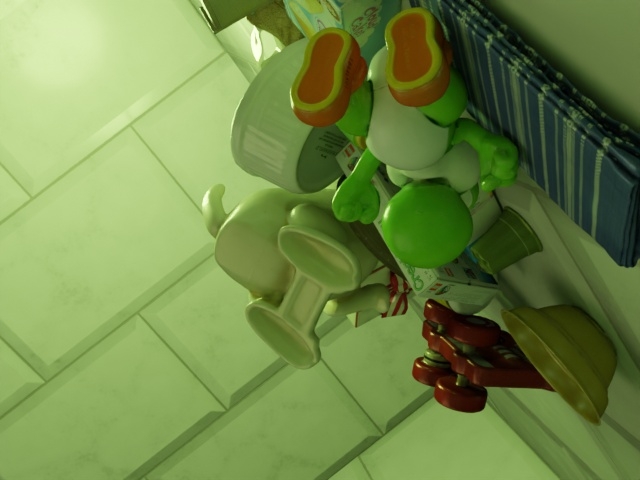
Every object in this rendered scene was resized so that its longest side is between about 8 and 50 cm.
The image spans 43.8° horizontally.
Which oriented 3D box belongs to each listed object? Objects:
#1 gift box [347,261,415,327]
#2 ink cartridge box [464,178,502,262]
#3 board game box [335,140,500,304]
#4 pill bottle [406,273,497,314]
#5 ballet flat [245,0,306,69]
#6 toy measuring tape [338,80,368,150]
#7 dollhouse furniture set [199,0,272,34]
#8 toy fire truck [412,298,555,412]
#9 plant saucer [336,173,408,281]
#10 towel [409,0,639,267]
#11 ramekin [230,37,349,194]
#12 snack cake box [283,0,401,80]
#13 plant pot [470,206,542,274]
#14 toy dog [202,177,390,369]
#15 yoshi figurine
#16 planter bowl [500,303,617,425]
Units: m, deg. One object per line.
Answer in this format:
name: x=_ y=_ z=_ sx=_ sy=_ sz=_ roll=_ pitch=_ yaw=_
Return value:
gift box: x=0.145 y=0.020 z=1.853 sx=0.258 sy=0.276 sz=0.255 roll=55 pitch=167 yaw=28
ink cartridge box: x=0.188 y=-0.088 z=1.188 sx=0.134 sy=0.078 sz=0.231 roll=51 pitch=178 yaw=46
board game box: x=0.163 y=-0.031 z=1.343 sx=0.193 sy=0.053 sz=0.305 roll=12 pitch=-139 yaw=-47
pill bottle: x=0.242 y=0.061 z=1.581 sx=0.117 sy=0.117 sz=0.215 roll=53 pitch=168 yaw=-32
ballet flat: x=-0.064 y=-0.358 z=1.523 sx=0.116 sy=0.124 sz=0.342 roll=52 pitch=178 yaw=23
toy measuring tape: x=0.094 y=-0.177 z=1.277 sx=0.121 sy=0.121 sz=0.330 roll=51 pitch=178 yaw=22
dollhouse furniture set: x=-0.163 y=-0.419 z=1.023 sx=0.242 sy=0.212 sz=0.161 roll=60 pitch=180 yaw=9
toy fire truck: x=0.337 y=0.228 z=1.593 sx=0.254 sy=0.169 sz=0.302 roll=7 pitch=-171 yaw=-14
plant saucer: x=0.146 y=-0.029 z=1.421 sx=0.278 sy=0.041 sz=0.278 roll=32 pitch=-149 yaw=-22
towel: x=0.206 y=-0.130 z=0.793 sx=0.336 sy=0.040 sz=0.243 roll=53 pitch=-179 yaw=26
ramekin: x=-0.016 y=-0.203 z=1.378 sx=0.127 sy=0.273 sz=0.273 roll=37 pitch=172 yaw=23
snack cake box: x=0.020 y=-0.307 z=0.988 sx=0.152 sy=0.089 sz=0.264 roll=53 pitch=179 yaw=10
plant pot: x=0.263 y=0.008 z=1.153 sx=0.083 sy=0.079 sz=0.083 roll=52 pitch=177 yaw=3
toy dog: x=0.000 y=0.000 z=1.556 sx=0.395 sy=0.284 sz=0.408 roll=28 pitch=-146 yaw=20
yoshi figurine: x=0.108 y=-0.080 z=0.902 sx=0.203 sy=0.203 sz=0.362 roll=46 pitch=-179 yaw=32
planter bowl: x=0.375 y=0.163 z=1.190 sx=0.217 sy=0.090 sz=0.217 roll=53 pitch=178 yaw=3
